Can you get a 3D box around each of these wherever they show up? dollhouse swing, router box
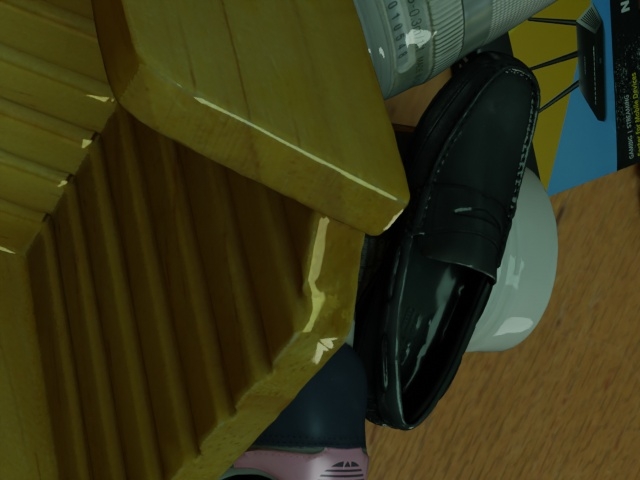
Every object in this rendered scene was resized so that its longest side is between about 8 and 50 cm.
[{"bbox_3d":[-0.198,-0.044,0.721,0.305,0.315,0.347,8,141,-31],"label":"dollhouse swing"},{"bbox_3d":[0.159,-0.123,1.079,0.133,0.046,0.179,-20,116,-19],"label":"router box"}]

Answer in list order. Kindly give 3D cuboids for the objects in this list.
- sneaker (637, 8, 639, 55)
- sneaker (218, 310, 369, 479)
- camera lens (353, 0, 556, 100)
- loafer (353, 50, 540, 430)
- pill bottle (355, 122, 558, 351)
[{"bbox_3d":[0.300,-0.099,1.147,0.132,0.086,0.228,-27,128,-21],"label":"sneaker"},{"bbox_3d":[-0.085,0.145,0.909,0.112,0.319,0.131,6,63,-33],"label":"sneaker"},{"bbox_3d":[0.059,-0.218,0.892,0.274,0.219,0.219,-33,119,-13],"label":"camera lens"},{"bbox_3d":[0.076,0.002,0.877,0.076,0.078,0.223,20,93,-30],"label":"loafer"},{"bbox_3d":[0.000,0.000,0.977,0.278,0.162,0.162,4,106,-28],"label":"pill bottle"}]
